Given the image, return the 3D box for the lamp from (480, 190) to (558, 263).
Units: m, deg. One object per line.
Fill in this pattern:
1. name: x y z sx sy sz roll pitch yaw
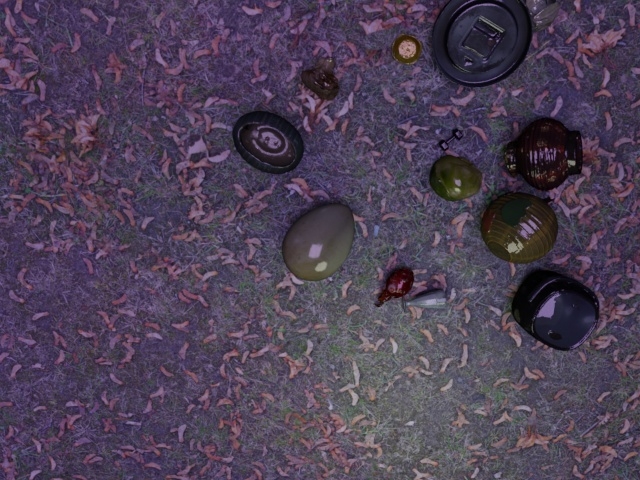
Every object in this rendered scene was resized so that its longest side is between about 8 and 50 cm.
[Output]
1. lamp: 0.680 -0.060 1.838 0.284 0.250 0.250 -45 100 -12

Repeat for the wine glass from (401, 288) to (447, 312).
1. wine glass: 0.376 0.220 1.996 0.155 0.073 0.073 -8 104 6

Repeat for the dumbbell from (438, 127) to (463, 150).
1. dumbbell: 0.442 -0.342 1.868 0.083 0.040 0.036 -39 69 9

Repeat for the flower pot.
1. flower pot: -0.172 -0.323 1.816 0.243 0.157 0.189 32 101 -6

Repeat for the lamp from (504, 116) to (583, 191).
1. lamp: 0.726 -0.279 1.792 0.247 0.247 0.246 0 104 0

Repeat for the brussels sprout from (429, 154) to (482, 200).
1. brussels sprout: 0.456 -0.202 1.856 0.183 0.145 0.131 30 129 -1

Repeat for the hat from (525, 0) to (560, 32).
1. hat: 0.700 -0.746 1.756 0.123 0.081 0.165 0 90 40

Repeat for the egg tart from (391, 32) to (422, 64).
1. egg tart: 0.283 -0.625 1.797 0.105 0.039 0.105 0 106 2

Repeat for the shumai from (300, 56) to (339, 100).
1. shumai: 0.011 -0.532 1.781 0.146 0.145 0.116 34 92 -8

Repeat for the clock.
1. clock: 0.506 -0.640 1.733 0.313 0.061 0.312 2 122 4

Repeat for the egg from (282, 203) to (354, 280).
1. egg: 0.000 0.000 1.865 0.218 0.218 0.295 38 92 -8

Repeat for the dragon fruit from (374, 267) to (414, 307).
1. dragon fruit: 0.262 0.179 1.975 0.094 0.094 0.190 37 108 -8

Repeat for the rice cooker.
1. rice cooker: 0.813 0.235 1.916 0.268 0.224 0.266 1 104 2
